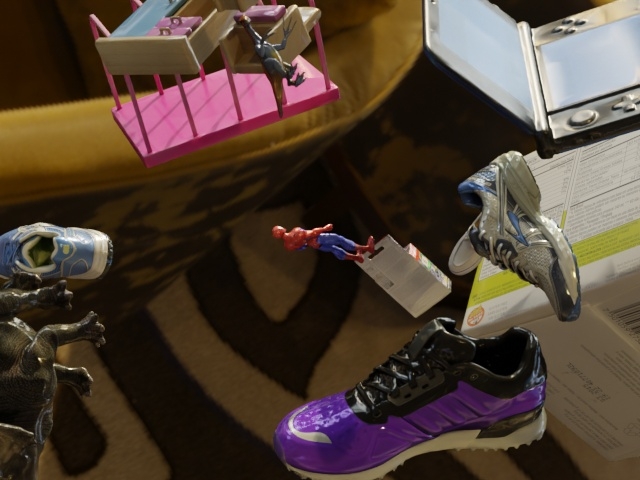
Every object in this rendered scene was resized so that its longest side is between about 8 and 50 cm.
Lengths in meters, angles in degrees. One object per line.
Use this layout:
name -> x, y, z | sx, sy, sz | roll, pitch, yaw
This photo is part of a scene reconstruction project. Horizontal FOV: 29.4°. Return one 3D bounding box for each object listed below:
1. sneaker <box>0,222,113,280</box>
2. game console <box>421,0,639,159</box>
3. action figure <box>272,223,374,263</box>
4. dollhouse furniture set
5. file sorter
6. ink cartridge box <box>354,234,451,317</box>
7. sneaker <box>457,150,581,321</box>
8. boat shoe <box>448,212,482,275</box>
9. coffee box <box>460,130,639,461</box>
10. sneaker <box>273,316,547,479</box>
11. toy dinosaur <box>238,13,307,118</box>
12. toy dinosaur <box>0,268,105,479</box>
sneaker -> -0.355, 0.010, 1.518 | 0.081, 0.211, 0.080 | 13, 76, -51
game console -> 0.260, -0.241, 1.384 | 0.293, 0.250, 0.173 | -85, 153, -55
action figure -> 0.000, 0.000, 1.270 | 0.115, 0.038, 0.030 | 8, 60, -32
dollhouse furniture set -> -0.161, -0.368, 1.384 | 0.198, 0.286, 0.303 | -56, 137, -37
file sorter -> -0.156, -0.263, 1.714 | 0.290, 0.202, 0.182 | -21, 122, -13
ink cartridge box -> 0.104, 0.039, 1.532 | 0.115, 0.063, 0.029 | 42, 27, -18
sneaker -> 0.135, 0.004, 0.837 | 0.058, 0.052, 0.135 | -22, 56, -1
boat shoe -> 0.176, -0.005, 1.367 | 0.035, 0.100, 0.035 | 44, 5, 32
coffee box -> 0.453, 0.049, 1.660 | 0.337, 0.338, 0.334 | 40, 47, -24
sneaker -> 0.092, 0.144, 1.215 | 0.293, 0.146, 0.102 | -10, 35, -16
toy dinosaur -> -0.054, -0.178, 1.170 | 0.082, 0.090, 0.047 | 34, 9, 26
toy dinosaur -> -0.308, 0.094, 1.140 | 0.160, 0.121, 0.313 | -17, 64, -38
